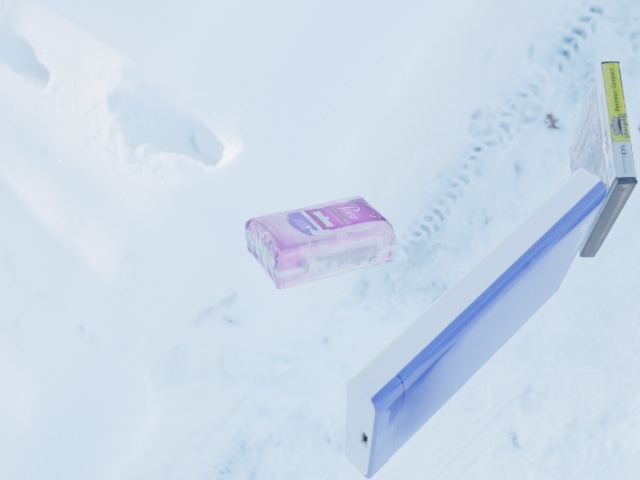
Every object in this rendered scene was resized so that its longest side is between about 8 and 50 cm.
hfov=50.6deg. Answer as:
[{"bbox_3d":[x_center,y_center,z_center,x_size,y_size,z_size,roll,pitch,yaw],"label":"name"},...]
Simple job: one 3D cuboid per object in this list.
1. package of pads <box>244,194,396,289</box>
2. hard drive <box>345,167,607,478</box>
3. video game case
[{"bbox_3d":[0.000,0.000,0.419,0.050,0.083,0.032,48,143,49],"label":"package of pads"},{"bbox_3d":[0.152,0.088,0.680,0.040,0.318,0.210,41,155,25],"label":"hard drive"},{"bbox_3d":[0.504,-0.139,1.231,0.035,0.275,0.249,1,63,7],"label":"video game case"}]
